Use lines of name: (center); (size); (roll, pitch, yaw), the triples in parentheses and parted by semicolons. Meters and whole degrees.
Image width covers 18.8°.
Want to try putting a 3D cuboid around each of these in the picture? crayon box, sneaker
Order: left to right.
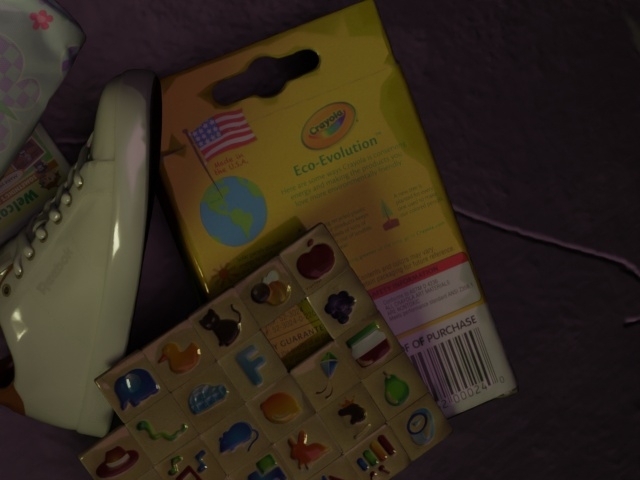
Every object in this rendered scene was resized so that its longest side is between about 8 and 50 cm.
sneaker: (-0.183, 0.009, 1.358); (0.123, 0.106, 0.290); (12, 116, -4)
crayon box: (0.000, 0.000, 1.454); (0.202, 0.081, 0.319); (-21, 99, -11)

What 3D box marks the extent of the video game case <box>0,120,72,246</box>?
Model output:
video game case: (-0.312, -0.058, 1.403); (0.212, 0.023, 0.193); (-36, 101, -10)

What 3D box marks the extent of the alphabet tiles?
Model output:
alphabet tiles: (-0.046, 0.131, 1.394); (0.237, 0.009, 0.198); (-35, 112, -6)

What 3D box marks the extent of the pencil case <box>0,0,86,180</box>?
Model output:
pencil case: (-0.278, -0.071, 1.339); (0.124, 0.113, 0.273); (37, 83, -29)
